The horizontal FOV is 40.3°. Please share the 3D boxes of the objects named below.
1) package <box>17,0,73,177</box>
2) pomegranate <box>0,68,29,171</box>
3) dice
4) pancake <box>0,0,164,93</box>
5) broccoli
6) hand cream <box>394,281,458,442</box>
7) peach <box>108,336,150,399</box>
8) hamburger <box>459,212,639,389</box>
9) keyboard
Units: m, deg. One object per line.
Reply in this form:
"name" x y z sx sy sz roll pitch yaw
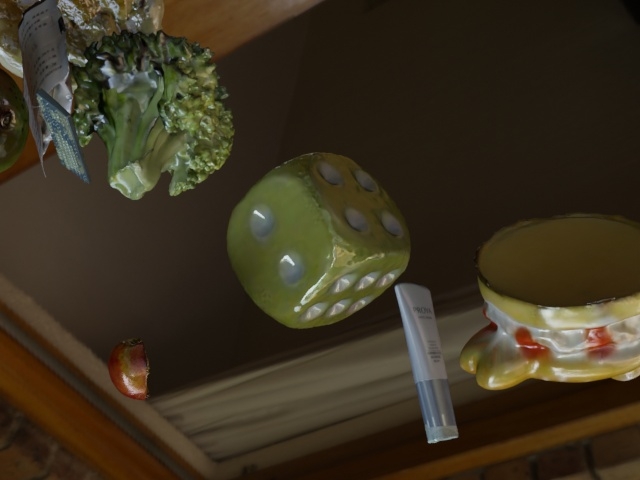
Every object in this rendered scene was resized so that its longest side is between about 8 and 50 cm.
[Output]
"package" -0.460 -0.259 1.429 0.062 0.251 0.203 1 -129 -30
"pomegranate" -0.552 -0.181 1.329 0.180 0.210 0.179 18 -111 -60
"dice" 0.000 0.000 1.515 0.238 0.227 0.233 -4 -124 -53
"pancake" -0.494 -0.474 1.703 0.386 0.387 0.082 57 172 -19
"broccoli" -0.324 -0.207 1.600 0.347 0.294 0.280 80 -166 -47
"hand cream" 0.166 0.187 1.370 0.079 0.048 0.255 10 -115 -48
"peach" -0.287 0.192 1.306 0.098 0.062 0.098 177 90 -75
"hamburger" 0.346 0.101 1.243 0.261 0.303 0.186 33 138 54
"keyboard" -0.332 -0.132 1.137 0.055 0.014 0.176 38 158 11
